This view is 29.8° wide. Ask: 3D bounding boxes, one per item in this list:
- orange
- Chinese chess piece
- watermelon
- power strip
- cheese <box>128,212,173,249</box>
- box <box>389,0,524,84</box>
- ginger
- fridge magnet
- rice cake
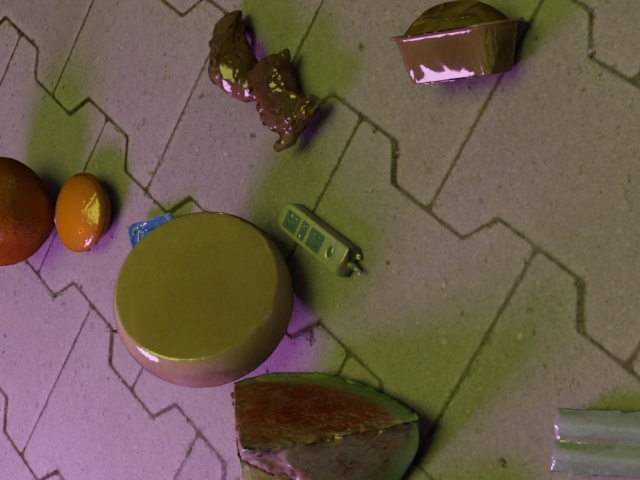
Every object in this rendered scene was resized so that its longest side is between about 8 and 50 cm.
[{"bbox_3d":[-0.581,-0.055,2.193,0.206,0.206,0.206,-8,79,42],"label":"orange"},{"bbox_3d":[-0.172,0.085,1.768,0.273,0.102,0.273,-5,60,9],"label":"Chinese chess piece"},{"bbox_3d":[-0.025,0.269,1.618,0.310,0.232,0.193,19,135,24],"label":"watermelon"},{"bbox_3d":[0.000,0.000,1.750,0.191,0.030,0.047,39,111,40],"label":"power strip"},{"bbox_3d":[-0.277,0.082,1.981,0.135,0.052,0.245,-14,75,41],"label":"cheese"},{"bbox_3d":[0.179,-0.262,1.576,0.177,0.111,0.111,0,84,43],"label":"box"},{"bbox_3d":[-0.100,-0.256,1.844,0.290,0.084,0.122,51,124,36],"label":"ginger"},{"bbox_3d":[-0.419,-0.049,2.127,0.143,0.063,0.143,-7,79,44],"label":"fridge magnet"},{"bbox_3d":[0.365,0.232,1.368,0.226,0.040,0.085,-6,81,42],"label":"rice cake"}]
